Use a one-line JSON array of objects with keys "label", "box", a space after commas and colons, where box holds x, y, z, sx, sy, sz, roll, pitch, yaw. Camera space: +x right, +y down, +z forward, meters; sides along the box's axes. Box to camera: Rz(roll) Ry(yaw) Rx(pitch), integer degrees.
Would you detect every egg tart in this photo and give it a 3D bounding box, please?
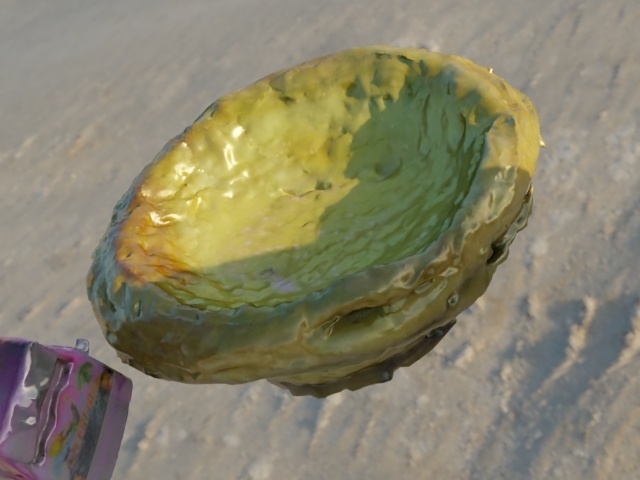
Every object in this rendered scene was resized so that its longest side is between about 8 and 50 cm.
[{"label": "egg tart", "box": [0.000, 0.000, 0.751, 0.294, 0.123, 0.294, -17, 38, 14]}]

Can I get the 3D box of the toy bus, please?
[{"label": "toy bus", "box": [-0.253, 0.091, 0.723, 0.274, 0.112, 0.090, 3, 68, 24]}]
